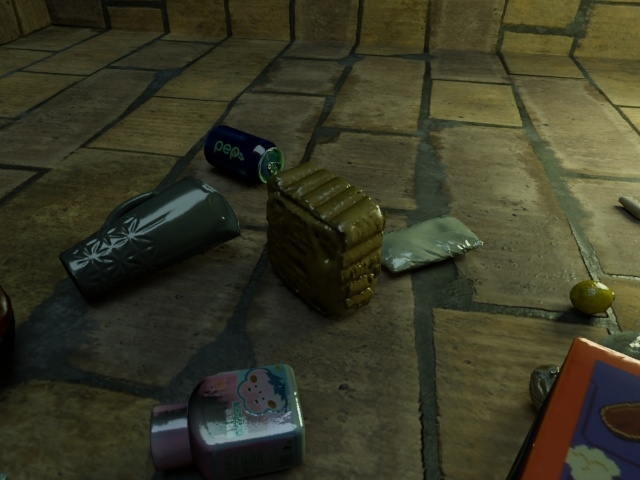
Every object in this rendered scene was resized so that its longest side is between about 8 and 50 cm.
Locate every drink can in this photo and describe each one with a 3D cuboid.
[{"bbox_3d":[-0.200,-0.223,1.260,0.205,0.118,0.118,24,42,30],"label":"drink can"}]

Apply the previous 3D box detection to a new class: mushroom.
[{"bbox_3d":[0.410,0.202,0.722,0.223,0.081,0.092,-16,58,-19],"label":"mushroom"}]

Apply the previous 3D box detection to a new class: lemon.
[{"bbox_3d":[0.491,0.102,0.874,0.083,0.062,0.062,-3,36,-2],"label":"lemon"}]

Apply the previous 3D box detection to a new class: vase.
[{"bbox_3d":[-0.343,-0.007,0.947,0.301,0.156,0.251,-33,51,-30],"label":"vase"}]

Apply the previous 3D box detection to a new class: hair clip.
[{"bbox_3d":[0.784,-0.043,1.102,0.072,0.034,0.226,-26,43,-30],"label":"hair clip"}]

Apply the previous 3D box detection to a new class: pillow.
[{"bbox_3d":[0.213,0.004,1.013,0.229,0.050,0.128,-15,36,-18],"label":"pillow"}]

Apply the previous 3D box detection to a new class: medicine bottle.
[{"bbox_3d":[-0.121,0.243,0.639,0.188,0.094,0.119,-6,38,-10],"label":"medicine bottle"}]

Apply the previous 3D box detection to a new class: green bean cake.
[{"bbox_3d":[0.000,0.000,0.871,0.131,0.224,0.230,-27,48,-33],"label":"green bean cake"}]

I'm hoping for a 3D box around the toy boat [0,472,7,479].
[{"bbox_3d":[-0.461,0.359,0.497,0.206,0.096,0.282,-9,25,11],"label":"toy boat"}]

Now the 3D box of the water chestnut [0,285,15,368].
[{"bbox_3d":[-0.589,0.121,0.651,0.300,0.300,0.300,1,36,0],"label":"water chestnut"}]

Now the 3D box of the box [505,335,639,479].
[{"bbox_3d":[0.292,0.316,0.359,0.349,0.318,0.257,22,40,28],"label":"box"}]
